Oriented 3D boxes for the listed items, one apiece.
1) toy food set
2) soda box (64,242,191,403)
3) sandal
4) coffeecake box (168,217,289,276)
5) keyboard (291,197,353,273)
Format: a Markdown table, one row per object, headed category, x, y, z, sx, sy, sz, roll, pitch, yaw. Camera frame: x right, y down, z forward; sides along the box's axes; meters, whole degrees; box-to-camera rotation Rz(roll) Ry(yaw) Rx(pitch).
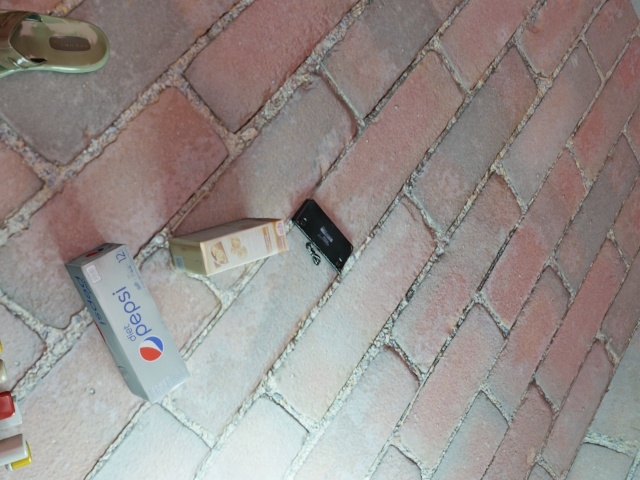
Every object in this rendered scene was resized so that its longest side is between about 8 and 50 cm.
| category | x | y | z | sx | sy | sz | roll | pitch | yaw |
| --- | --- | --- | --- | --- | --- | --- | --- | --- | --- |
| toy food set | -0.544 | 0.276 | 1.033 | 0.105 | 0.111 | 0.232 | -14 | 101 | -23 |
| soda box | -0.349 | 0.149 | 1.177 | 0.091 | 0.098 | 0.286 | -33 | 111 | -33 |
| sandal | -0.491 | -0.330 | 1.060 | 0.303 | 0.086 | 0.120 | -16 | 101 | -35 |
| coffeecake box | -0.180 | 0.008 | 1.271 | 0.185 | 0.142 | 0.068 | -18 | 103 | -35 |
| keyboard | 0.000 | 0.000 | 1.483 | 0.180 | 0.023 | 0.108 | 48 | 58 | -27 |
